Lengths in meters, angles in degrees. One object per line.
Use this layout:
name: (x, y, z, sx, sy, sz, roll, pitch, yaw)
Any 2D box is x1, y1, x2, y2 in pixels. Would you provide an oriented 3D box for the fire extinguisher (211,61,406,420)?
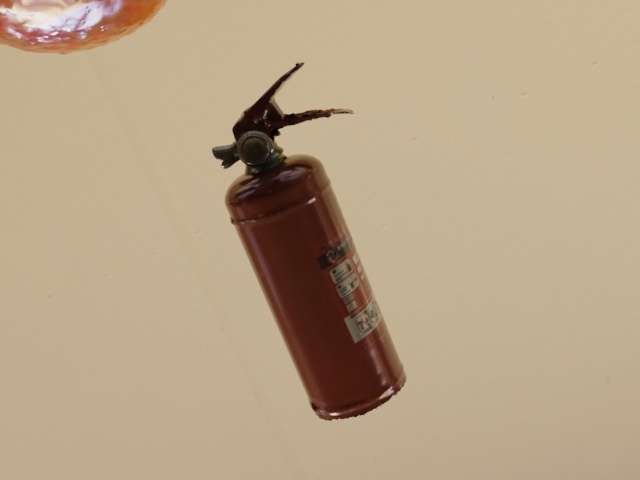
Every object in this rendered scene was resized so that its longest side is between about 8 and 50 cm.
fire extinguisher: (0.000, 0.000, 0.866, 0.147, 0.106, 0.337, -21, -74, -1)

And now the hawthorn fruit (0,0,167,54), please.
hawthorn fruit: (-0.203, -0.293, 0.654, 0.275, 0.299, 0.275, 0, -49, 0)
